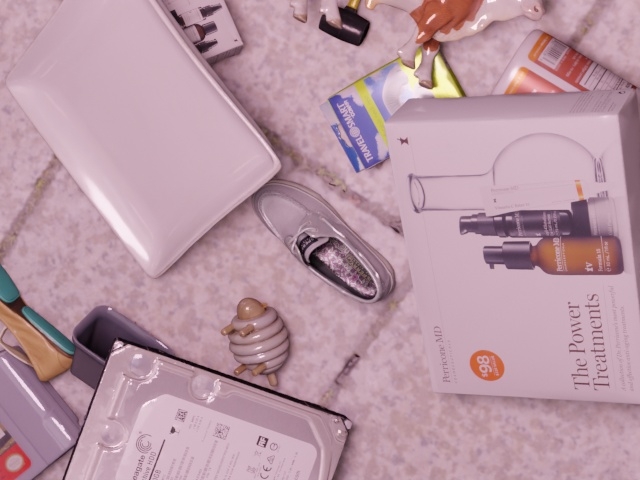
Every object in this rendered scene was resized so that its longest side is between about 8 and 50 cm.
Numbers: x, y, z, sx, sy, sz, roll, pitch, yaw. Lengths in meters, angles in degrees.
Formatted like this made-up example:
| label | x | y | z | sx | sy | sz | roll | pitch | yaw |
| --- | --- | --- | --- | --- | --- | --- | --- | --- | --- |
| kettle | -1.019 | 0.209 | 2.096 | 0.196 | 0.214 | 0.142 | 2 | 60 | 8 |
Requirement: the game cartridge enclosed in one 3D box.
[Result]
| label | x | y | z | sx | sy | sz | roll | pitch | yaw |
| --- | --- | --- | --- | --- | --- | --- | --- | --- | --- |
| game cartridge | -0.504 | 0.294 | 2.002 | 0.294 | 0.060 | 0.196 | -40 | 85 | 17 |

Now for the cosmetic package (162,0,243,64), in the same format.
| label | x | y | z | sx | sy | sz | roll | pitch | yaw |
| --- | --- | --- | --- | --- | --- | --- | --- | --- | --- |
| cosmetic package | -0.192 | -0.338 | 1.770 | 0.099 | 0.060 | 0.239 | -24 | 88 | -13 |

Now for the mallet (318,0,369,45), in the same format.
| label | x | y | z | sx | sy | sz | roll | pitch | yaw |
| --- | --- | --- | --- | --- | --- | --- | --- | --- | --- |
| mallet | 0.050 | -0.347 | 1.753 | 0.062 | 0.039 | 0.189 | 17 | 100 | 7 |

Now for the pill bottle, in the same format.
| label | x | y | z | sx | sy | sz | roll | pitch | yaw |
| --- | --- | --- | --- | --- | --- | --- | --- | --- | --- |
| pill bottle | 0.321 | -0.154 | 1.673 | 0.216 | 0.121 | 0.121 | 33 | 106 | 6 |

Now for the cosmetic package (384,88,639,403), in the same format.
| label | x | y | z | sx | sy | sz | roll | pitch | yaw |
| --- | --- | --- | --- | --- | --- | --- | --- | --- | --- |
| cosmetic package | 0.251 | 0.011 | 1.665 | 0.284 | 0.097 | 0.377 | 1 | 116 | 28 |

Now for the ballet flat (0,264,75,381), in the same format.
| label | x | y | z | sx | sy | sz | roll | pitch | yaw |
| --- | --- | --- | --- | --- | --- | --- | --- | --- | --- |
| ballet flat | -0.443 | 0.105 | 1.933 | 0.073 | 0.080 | 0.232 | -44 | 88 | 10 |

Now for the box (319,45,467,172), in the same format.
| label | x | y | z | sx | sy | sz | roll | pitch | yaw |
| --- | --- | --- | --- | --- | --- | --- | --- | --- | --- |
| box | 0.094 | -0.170 | 1.769 | 0.178 | 0.042 | 0.109 | -28 | 92 | 16 |

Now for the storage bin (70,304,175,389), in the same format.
| label | x | y | z | sx | sy | sz | roll | pitch | yaw |
| --- | --- | --- | --- | --- | --- | --- | --- | --- | --- |
| storage bin | -0.280 | 0.167 | 1.908 | 0.135 | 0.098 | 0.091 | 34 | 134 | 5 |

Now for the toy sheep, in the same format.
| label | x | y | z | sx | sy | sz | roll | pitch | yaw |
| --- | --- | --- | --- | --- | --- | --- | --- | --- | --- |
| toy sheep | -0.084 | 0.137 | 1.848 | 0.091 | 0.091 | 0.132 | -7 | 110 | 15 |

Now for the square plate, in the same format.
| label | x | y | z | sx | sy | sz | roll | pitch | yaw |
| --- | --- | --- | --- | --- | --- | --- | --- | --- | --- |
| square plate | -0.231 | -0.160 | 1.771 | 0.347 | 0.049 | 0.344 | 53 | 137 | 1 |

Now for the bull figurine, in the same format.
| label | x | y | z | sx | sy | sz | roll | pitch | yaw |
| --- | --- | --- | --- | --- | --- | --- | --- | --- | --- |
| bull figurine | 0.115 | -0.307 | 1.682 | 0.310 | 0.101 | 0.188 | 28 | 85 | 5 |

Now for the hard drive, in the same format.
| label | x | y | z | sx | sy | sz | roll | pitch | yaw |
| --- | --- | --- | --- | --- | --- | --- | --- | --- | --- |
| hard drive | -0.154 | 0.292 | 1.824 | 0.339 | 0.064 | 0.237 | 21 | 88 | -9 |

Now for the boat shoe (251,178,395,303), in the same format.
| label | x | y | z | sx | sy | sz | roll | pitch | yaw |
| --- | --- | --- | --- | --- | --- | --- | --- | --- | --- |
| boat shoe | 0.000 | 0.001 | 1.803 | 0.227 | 0.081 | 0.079 | 38 | 107 | 4 |
